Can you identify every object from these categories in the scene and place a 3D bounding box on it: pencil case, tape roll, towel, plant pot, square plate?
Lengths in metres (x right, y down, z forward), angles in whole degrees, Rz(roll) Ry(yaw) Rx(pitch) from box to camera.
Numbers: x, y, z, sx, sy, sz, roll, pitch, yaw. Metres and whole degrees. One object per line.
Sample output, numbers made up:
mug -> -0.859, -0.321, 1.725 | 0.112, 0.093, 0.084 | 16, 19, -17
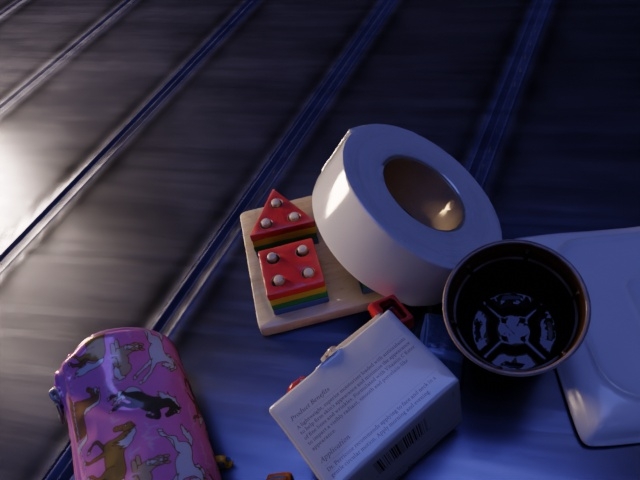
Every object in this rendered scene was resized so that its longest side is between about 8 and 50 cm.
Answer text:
pencil case -> -0.211, 0.294, 0.651 | 0.167, 0.160, 0.386 | -29, 53, -4
tape roll -> 0.131, -0.045, 0.819 | 0.287, 0.100, 0.286 | 18, 46, -20
towel -> 0.175, 0.163, 0.780 | 0.067, 0.029, 0.119 | 9, 53, 15
plant pot -> 0.255, 0.105, 0.708 | 0.167, 0.165, 0.166 | -7, 67, 17
square plate -> 0.496, 0.102, 0.768 | 0.348, 0.049, 0.343 | -6, 50, 4

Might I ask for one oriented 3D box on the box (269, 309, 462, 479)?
box -> 0.063, 0.211, 0.647 | 0.181, 0.181, 0.119 | -38, 56, -10

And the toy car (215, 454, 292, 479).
toy car -> -0.090, 0.315, 0.690 | 0.122, 0.040, 0.060 | 7, 53, 13

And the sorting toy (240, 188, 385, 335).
sorting toy -> 0.000, 0.000, 0.898 | 0.257, 0.089, 0.255 | -14, 51, -2

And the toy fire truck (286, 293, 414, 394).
toy fire truck -> 0.036, 0.166, 0.730 | 0.192, 0.135, 0.047 | -29, 53, -15
